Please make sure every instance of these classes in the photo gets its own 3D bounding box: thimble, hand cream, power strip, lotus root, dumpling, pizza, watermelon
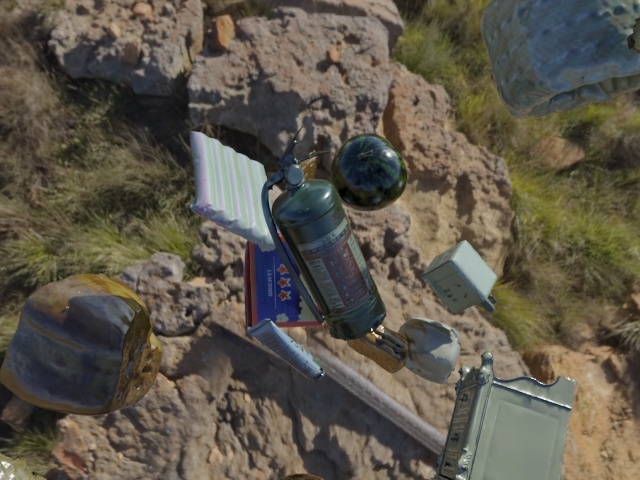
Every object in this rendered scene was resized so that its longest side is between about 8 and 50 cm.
[{"bbox_3d":[0.417,-0.322,0.842,0.292,0.291,0.195,-14,91,-7],"label":"thimble"},{"bbox_3d":[-0.086,0.305,1.453,0.256,0.088,0.055,42,35,-23],"label":"hand cream"},{"bbox_3d":[0.452,0.135,1.643,0.224,0.140,0.139,49,45,-3],"label":"power strip"},{"bbox_3d":[-0.465,0.227,1.137,0.250,0.316,0.316,22,64,21],"label":"lotus root"},{"bbox_3d":[0.367,0.385,1.833,0.227,0.175,0.243,10,92,20],"label":"dumpling"},{"bbox_3d":[-0.048,-0.142,1.173,0.029,0.100,0.099,34,58,22],"label":"pizza"},{"bbox_3d":[0.159,-0.227,1.775,0.269,0.269,0.268,0,63,0],"label":"watermelon"}]

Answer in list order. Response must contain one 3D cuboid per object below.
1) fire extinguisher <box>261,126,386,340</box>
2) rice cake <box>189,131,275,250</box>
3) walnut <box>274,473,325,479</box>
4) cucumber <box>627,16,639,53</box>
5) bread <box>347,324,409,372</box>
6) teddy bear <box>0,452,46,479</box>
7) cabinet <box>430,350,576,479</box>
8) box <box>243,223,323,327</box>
[{"bbox_3d":[0.000,0.000,0.698,0.118,0.294,0.093,-31,29,-12],"label":"fire extinguisher"},{"bbox_3d":[-0.161,-0.094,0.973,0.189,0.037,0.198,28,39,-36],"label":"rice cake"},{"bbox_3d":[-0.042,0.419,0.708,0.167,0.167,0.207,31,44,15],"label":"walnut"},{"bbox_3d":[0.480,-0.362,0.600,0.145,0.105,0.325,21,81,16],"label":"cucumber"},{"bbox_3d":[0.192,0.336,1.717,0.211,0.235,0.099,31,71,10],"label":"bread"},{"bbox_3d":[-0.306,0.362,0.506,0.267,0.156,0.256,15,35,9],"label":"teddy bear"},{"bbox_3d":[0.429,0.467,1.274,0.228,0.290,0.317,16,72,9],"label":"cabinet"},{"bbox_3d":[-0.123,0.109,1.859,0.257,0.348,0.318,0,100,-2],"label":"box"}]
